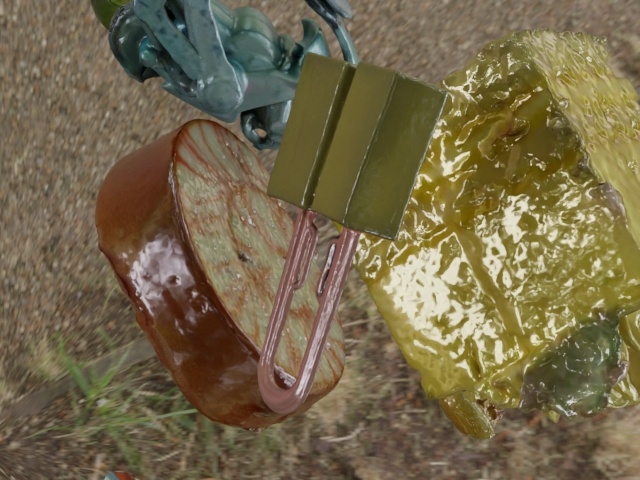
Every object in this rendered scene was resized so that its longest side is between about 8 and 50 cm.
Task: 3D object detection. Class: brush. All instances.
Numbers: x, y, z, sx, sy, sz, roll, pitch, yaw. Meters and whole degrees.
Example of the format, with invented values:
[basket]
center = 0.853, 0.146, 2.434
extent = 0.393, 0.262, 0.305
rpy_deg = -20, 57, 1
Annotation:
[brush]
center = 0.000, 0.000, 0.820
extent = 0.047, 0.103, 0.233
rpy_deg = 14, 96, -36

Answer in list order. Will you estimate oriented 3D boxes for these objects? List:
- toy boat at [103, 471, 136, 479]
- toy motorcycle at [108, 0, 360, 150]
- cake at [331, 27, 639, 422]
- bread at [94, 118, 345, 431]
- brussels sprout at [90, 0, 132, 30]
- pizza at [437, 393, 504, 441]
[toy boat]
center = -0.256, 0.384, 1.769
extent = 0.058, 0.173, 0.069
rpy_deg = -33, 132, -24
[toy motorcycle]
center = -0.084, -0.211, 1.342
extent = 0.260, 0.206, 0.154
rpy_deg = 29, 32, -25
[cake]
center = 0.180, 0.007, 1.010
extent = 0.227, 0.222, 0.286
rpy_deg = -13, 71, -56
[bread]
center = -0.100, 0.036, 1.330
extent = 0.114, 0.295, 0.328
rpy_deg = -28, 82, 19
[brussels sprout]
center = -0.259, -0.361, 1.851
extent = 0.155, 0.155, 0.117
rpy_deg = -1, 51, -15
[pizza]
center = 0.222, 0.113, 1.722
extent = 0.226, 0.086, 0.336
rpy_deg = 13, 60, -32
